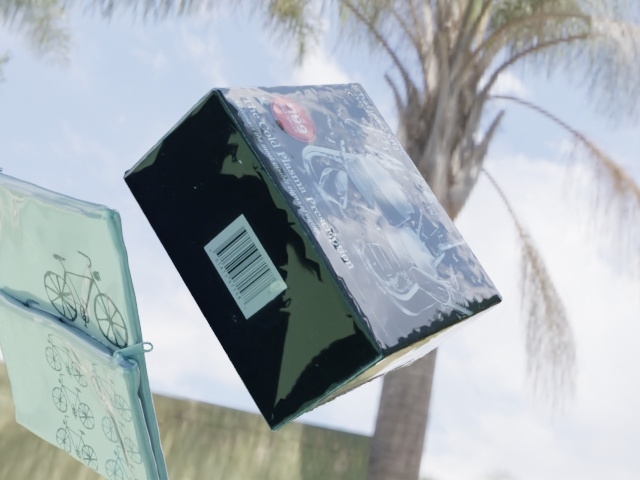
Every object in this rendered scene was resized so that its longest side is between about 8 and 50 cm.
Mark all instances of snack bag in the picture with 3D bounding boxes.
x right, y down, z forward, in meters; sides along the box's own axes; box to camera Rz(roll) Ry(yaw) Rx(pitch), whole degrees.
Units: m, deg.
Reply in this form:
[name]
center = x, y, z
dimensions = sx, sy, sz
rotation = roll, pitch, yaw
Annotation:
[snack bag]
center = -0.283, 0.093, 1.172
dimensions = 0.323, 0.037, 0.342
rotation = 17, -60, 45

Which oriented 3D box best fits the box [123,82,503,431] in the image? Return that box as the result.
[box]
center = 0.000, 0.000, 1.269
dimensions = 0.179, 0.343, 0.312
rotation = -39, -13, 30
